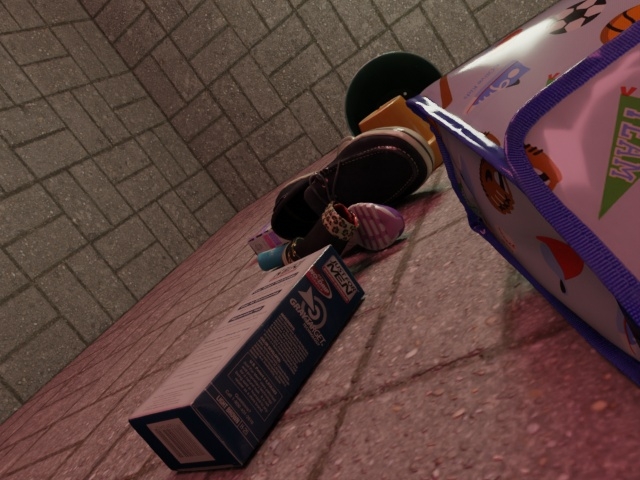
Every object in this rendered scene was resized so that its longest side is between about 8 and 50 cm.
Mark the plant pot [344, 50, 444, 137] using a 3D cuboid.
[{"bbox_3d":[0.231,-0.382,1.650,0.293,0.293,0.235,-34,-2,12],"label":"plant pot"}]

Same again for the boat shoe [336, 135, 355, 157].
[{"bbox_3d":[0.088,-0.179,1.459,0.091,0.114,0.302,-5,-16,-12],"label":"boat shoe"}]

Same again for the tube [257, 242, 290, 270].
[{"bbox_3d":[-0.069,0.025,1.454,0.207,0.052,0.080,-22,22,28],"label":"tube"}]

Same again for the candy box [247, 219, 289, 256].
[{"bbox_3d":[-0.115,-0.042,1.790,0.196,0.070,0.165,-27,14,40],"label":"candy box"}]

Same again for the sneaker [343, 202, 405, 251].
[{"bbox_3d":[0.096,-0.034,1.118,0.105,0.095,0.236,-21,6,-30],"label":"sneaker"}]

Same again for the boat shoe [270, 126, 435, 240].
[{"bbox_3d":[0.054,-0.108,1.294,0.500,0.187,0.156,-19,30,48],"label":"boat shoe"}]

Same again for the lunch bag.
[{"bbox_3d":[0.286,-0.087,0.424,0.328,0.239,0.385,-34,28,8],"label":"lunch bag"}]

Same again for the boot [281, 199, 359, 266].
[{"bbox_3d":[0.002,0.001,1.097,0.178,0.085,0.236,-57,13,16],"label":"boot"}]

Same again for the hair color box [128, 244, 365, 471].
[{"bbox_3d":[-0.091,0.160,0.811,0.174,0.105,0.347,-25,16,43],"label":"hair color box"}]

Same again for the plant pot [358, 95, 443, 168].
[{"bbox_3d":[0.201,-0.255,1.424,0.205,0.188,0.205,-34,12,8],"label":"plant pot"}]
